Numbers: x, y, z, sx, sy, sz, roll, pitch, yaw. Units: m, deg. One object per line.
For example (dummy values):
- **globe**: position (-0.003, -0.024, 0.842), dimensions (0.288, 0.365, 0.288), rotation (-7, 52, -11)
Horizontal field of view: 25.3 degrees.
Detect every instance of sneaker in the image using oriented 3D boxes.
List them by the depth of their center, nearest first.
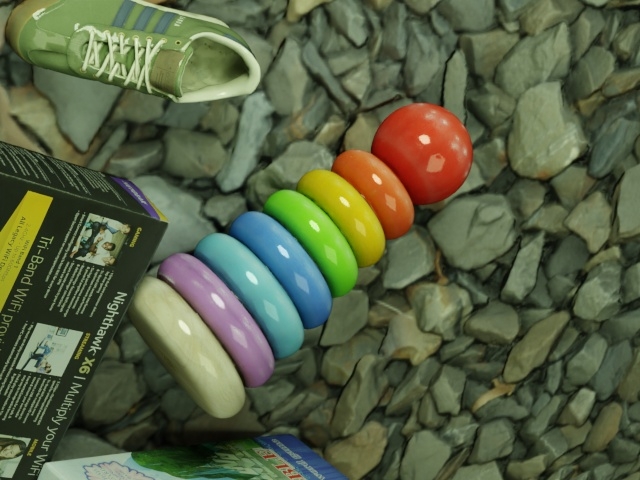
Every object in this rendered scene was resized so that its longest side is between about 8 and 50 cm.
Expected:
- **sneaker**: position (-0.129, -0.141, 1.061), dimensions (0.192, 0.086, 0.064), rotation (2, 116, -34)

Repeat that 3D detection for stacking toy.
- **stacking toy**: position (0.000, 0.000, 1.211), dimensions (0.330, 0.141, 0.141), rotation (-38, 132, -14)

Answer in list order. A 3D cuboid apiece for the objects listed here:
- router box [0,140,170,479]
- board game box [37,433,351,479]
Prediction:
- **router box**: position (-0.291, 0.072, 1.086), dimensions (0.243, 0.081, 0.309), rotation (18, 106, -40)
- **board game box**: position (-0.028, 0.280, 1.184), dimensions (0.318, 0.319, 0.066), rotation (2, 115, -53)
